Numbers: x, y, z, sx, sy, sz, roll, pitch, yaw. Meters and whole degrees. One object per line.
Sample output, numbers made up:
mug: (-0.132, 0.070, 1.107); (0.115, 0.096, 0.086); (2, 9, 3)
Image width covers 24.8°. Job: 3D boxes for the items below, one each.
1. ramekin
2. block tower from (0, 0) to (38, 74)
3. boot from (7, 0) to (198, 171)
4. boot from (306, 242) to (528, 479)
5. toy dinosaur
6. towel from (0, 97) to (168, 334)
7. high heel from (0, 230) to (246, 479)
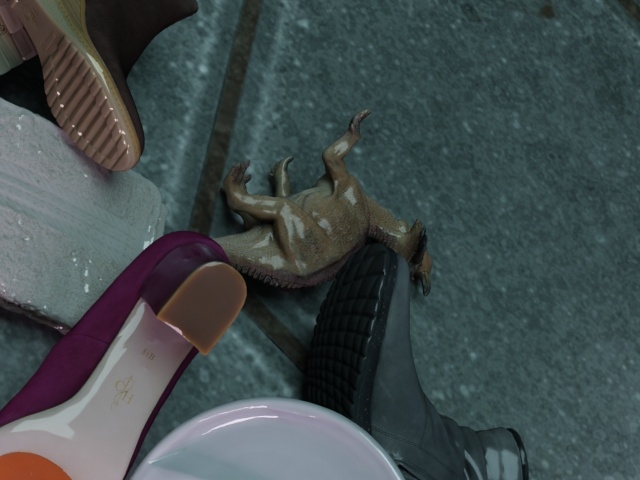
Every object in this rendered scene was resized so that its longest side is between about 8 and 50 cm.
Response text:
ramekin: (-0.042, 0.278, 1.266); (0.272, 0.127, 0.273); (-1, 77, 6)
block tower: (-0.302, -0.234, 1.455); (0.335, 0.091, 0.097); (-38, 114, -38)
boot: (-0.185, -0.203, 1.412); (0.207, 0.090, 0.248); (-28, 88, -45)
boot: (0.103, 0.183, 1.444); (0.222, 0.118, 0.338); (10, 86, -26)
toy dinosaur: (0.000, 0.000, 1.502); (0.295, 0.127, 0.200); (-24, 85, -30)
towel: (-0.265, -0.019, 1.354); (0.282, 0.049, 0.187); (27, 57, -36)
high heel: (-0.214, 0.147, 1.305); (0.377, 0.181, 0.127); (-42, 107, -7)
